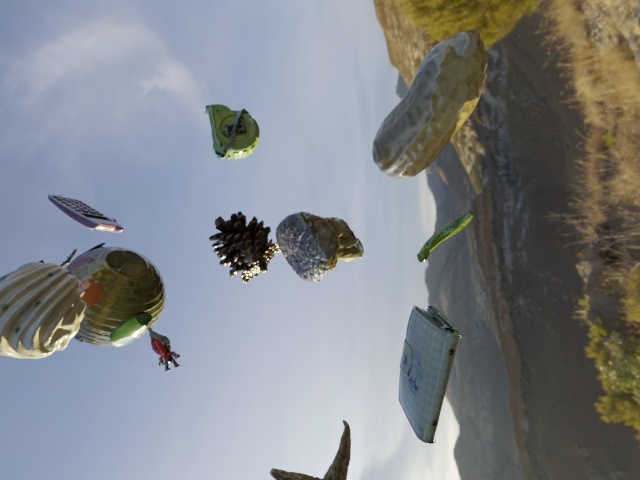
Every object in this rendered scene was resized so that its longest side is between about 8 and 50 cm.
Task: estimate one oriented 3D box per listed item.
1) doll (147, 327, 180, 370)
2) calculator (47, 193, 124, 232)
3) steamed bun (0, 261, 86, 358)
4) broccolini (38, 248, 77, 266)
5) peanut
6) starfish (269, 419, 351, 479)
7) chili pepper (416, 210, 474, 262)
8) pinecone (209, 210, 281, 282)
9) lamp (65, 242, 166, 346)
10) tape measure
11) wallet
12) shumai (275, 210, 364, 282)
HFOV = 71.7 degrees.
[{"bbox_3d":[-0.373,0.254,1.049,0.039,0.057,0.114,-31,-85,-44],"label":"doll"},{"bbox_3d":[-0.932,-0.107,1.743,0.043,0.294,0.194,-62,-16,5],"label":"calculator"},{"bbox_3d":[-0.519,0.124,0.792,0.106,0.182,0.183,102,169,-71],"label":"steamed bun"},{"bbox_3d":[-0.866,0.077,1.472,0.054,0.052,0.194,-56,0,19],"label":"broccolini"},{"bbox_3d":[0.221,-0.263,0.893,0.325,0.140,0.153,-58,-3,28],"label":"peanut"},{"bbox_3d":[-0.002,0.535,0.935,0.048,0.231,0.296,171,109,-66],"label":"starfish"},{"bbox_3d":[0.145,-0.004,0.519,0.017,0.083,0.030,46,-175,-10],"label":"chili pepper"},{"bbox_3d":[-0.227,0.007,1.307,0.185,0.168,0.212,-40,-83,-21],"label":"pinecone"},{"bbox_3d":[-0.516,0.150,1.085,0.284,0.250,0.250,-55,3,29],"label":"lamp"},{"bbox_3d":[-0.292,-0.362,1.491,0.106,0.175,0.200,113,149,-65],"label":"tape measure"},{"bbox_3d":[0.286,0.353,1.221,0.223,0.077,0.310,-137,56,-71],"label":"wallet"},{"bbox_3d":[0.000,0.000,0.997,0.161,0.152,0.210,47,151,26],"label":"shumai"}]
